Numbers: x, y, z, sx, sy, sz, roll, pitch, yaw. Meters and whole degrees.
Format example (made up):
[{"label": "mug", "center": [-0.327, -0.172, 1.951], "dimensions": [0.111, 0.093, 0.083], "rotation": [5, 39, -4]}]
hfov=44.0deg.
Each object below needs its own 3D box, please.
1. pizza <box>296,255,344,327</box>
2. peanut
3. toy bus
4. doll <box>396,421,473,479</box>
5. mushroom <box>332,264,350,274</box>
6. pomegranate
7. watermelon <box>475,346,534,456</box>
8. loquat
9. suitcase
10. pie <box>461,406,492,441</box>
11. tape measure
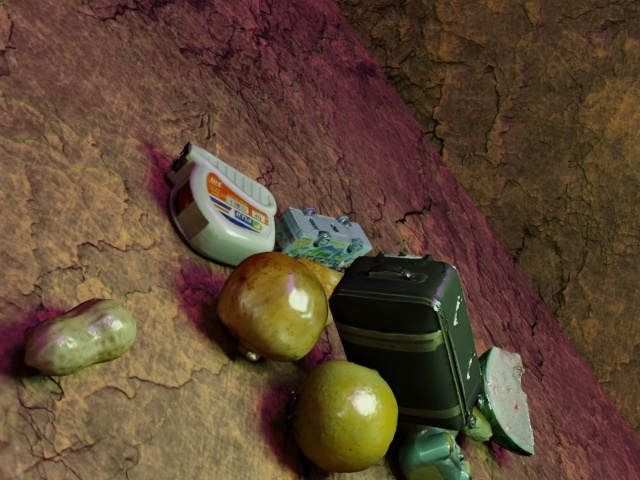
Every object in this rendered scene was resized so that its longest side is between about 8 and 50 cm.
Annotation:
[{"label": "pizza", "center": [-0.027, 0.136, 1.971], "dimensions": [0.182, 0.074, 0.365], "rotation": [52, 25, -2]}, {"label": "peanut", "center": [-0.385, 0.155, 1.279], "dimensions": [0.236, 0.120, 0.110], "rotation": [-15, 107, -70]}, {"label": "toy bus", "center": [0.000, 0.000, 2.124], "dimensions": [0.330, 0.136, 0.109], "rotation": [12, 41, -54]}, {"label": "doll", "center": [0.261, 0.466, 1.906], "dimensions": [0.177, 0.162, 0.260], "rotation": [54, 22, -30]}, {"label": "mushroom", "center": [0.098, 0.124, 2.165], "dimensions": [0.080, 0.135, 0.171], "rotation": [-36, 61, -28]}, {"label": "pomegranate", "center": [-0.100, 0.144, 1.661], "dimensions": [0.248, 0.248, 0.248], "rotation": [39, 27, -25]}, {"label": "watermelon", "center": [0.515, 0.474, 2.279], "dimensions": [0.224, 0.180, 0.305], "rotation": [65, 18, -63]}, {"label": "loquat", "center": [0.037, 0.356, 1.613], "dimensions": [0.244, 0.244, 0.243], "rotation": [39, 27, -25]}, {"label": "suitcase", "center": [0.188, 0.231, 1.721], "dimensions": [0.194, 0.283, 0.433], "rotation": [-52, 135, -44]}, {"label": "pie", "center": [0.351, 0.410, 2.156], "dimensions": [0.323, 0.071, 0.323], "rotation": [51, 5, -6]}, {"label": "tape measure", "center": [-0.232, -0.071, 1.845], "dimensions": [0.258, 0.130, 0.265], "rotation": [31, 37, -32]}]
